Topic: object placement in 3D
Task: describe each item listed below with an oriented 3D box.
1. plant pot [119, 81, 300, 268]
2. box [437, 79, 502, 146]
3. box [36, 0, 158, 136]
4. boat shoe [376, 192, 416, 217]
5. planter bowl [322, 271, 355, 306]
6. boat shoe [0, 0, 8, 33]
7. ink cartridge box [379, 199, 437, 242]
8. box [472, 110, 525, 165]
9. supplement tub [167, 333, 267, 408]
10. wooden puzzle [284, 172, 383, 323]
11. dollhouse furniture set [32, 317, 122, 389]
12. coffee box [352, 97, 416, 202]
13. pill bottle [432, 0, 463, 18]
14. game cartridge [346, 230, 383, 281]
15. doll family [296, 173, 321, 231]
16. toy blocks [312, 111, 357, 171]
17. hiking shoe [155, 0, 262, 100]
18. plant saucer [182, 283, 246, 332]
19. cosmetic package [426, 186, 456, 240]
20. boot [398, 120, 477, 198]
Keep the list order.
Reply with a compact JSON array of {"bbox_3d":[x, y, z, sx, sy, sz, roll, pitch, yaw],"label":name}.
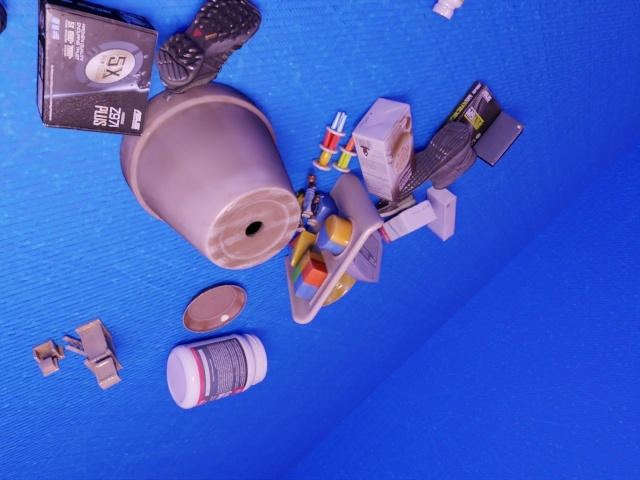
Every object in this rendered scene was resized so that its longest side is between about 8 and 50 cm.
[{"bbox_3d":[-0.187,-0.102,0.809,0.323,0.280,0.323,-26,144,-21],"label":"plant pot"},{"bbox_3d":[0.489,-0.392,1.322,0.191,0.045,0.184,15,120,-51],"label":"box"},{"bbox_3d":[-0.355,-0.268,0.643,0.148,0.077,0.180,-5,132,-41],"label":"box"},{"bbox_3d":[0.230,-0.123,1.354,0.224,0.080,0.073,-21,97,-34],"label":"boat shoe"},{"bbox_3d":[0.022,0.125,1.415,0.217,0.090,0.217,-25,142,-22],"label":"planter bowl"},{"bbox_3d":[-0.526,-0.243,0.501,0.258,0.089,0.109,-37,145,-5],"label":"boat shoe"},{"bbox_3d":[0.299,-0.062,1.413,0.128,0.072,0.175,-25,176,-19],"label":"ink cartridge box"},{"bbox_3d":[0.610,-0.344,1.404,0.156,0.093,0.158,-55,166,19],"label":"box"},{"bbox_3d":[-0.331,0.409,1.312,0.272,0.191,0.191,-3,131,-41],"label":"supplement tub"},{"bbox_3d":[0.000,0.000,1.099,0.081,0.322,0.347,27,113,-23],"label":"wooden puzzle"},{"bbox_3d":[-0.579,0.316,0.986,0.161,0.182,0.101,-25,143,-21],"label":"dollhouse furniture set"},{"bbox_3d":[0.182,-0.241,1.120,0.141,0.098,0.246,-55,149,-18],"label":"coffee box"},{"bbox_3d":[0.307,-0.576,0.931,0.065,0.065,0.116,-2,130,-42],"label":"pill bottle"},{"bbox_3d":[0.132,0.025,1.343,0.297,0.062,0.197,42,57,-55],"label":"game cartridge"},{"bbox_3d":[-0.039,-0.100,1.087,0.076,0.111,0.193,21,159,-25],"label":"doll family"},{"bbox_3d":[0.056,-0.256,1.060,0.123,0.054,0.148,-4,131,-40],"label":"toy blocks"},{"bbox_3d":[-0.200,-0.341,0.719,0.227,0.086,0.114,-47,-168,-21],"label":"hiking shoe"},{"bbox_3d":[-0.320,0.196,1.224,0.199,0.036,0.198,-26,143,-21],"label":"plant saucer"},{"bbox_3d":[0.464,-0.107,1.568,0.060,0.099,0.239,-36,146,-10],"label":"cosmetic package"},{"bbox_3d":[0.352,-0.209,1.314,0.338,0.118,0.223,-33,153,14],"label":"boot"}]
